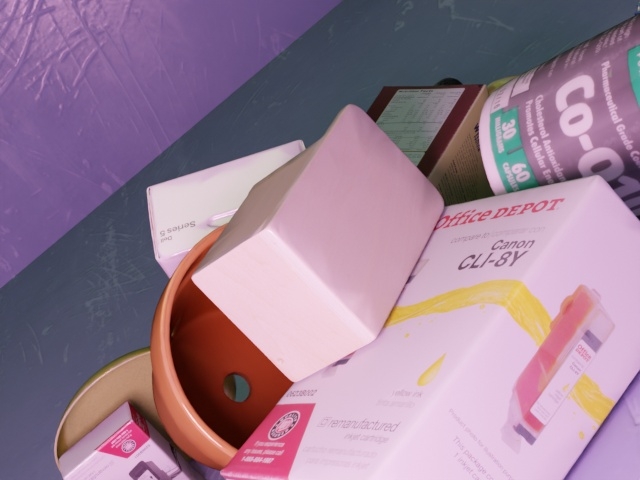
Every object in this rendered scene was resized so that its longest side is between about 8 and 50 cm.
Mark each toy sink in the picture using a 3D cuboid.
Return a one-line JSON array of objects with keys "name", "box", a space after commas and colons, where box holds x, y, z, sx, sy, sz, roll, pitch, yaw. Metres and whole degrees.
[{"name": "toy sink", "box": [0.000, 0.000, 1.539, 0.131, 0.153, 0.234, -32, 19, 39]}]

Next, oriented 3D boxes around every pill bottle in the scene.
[{"name": "pill bottle", "box": [0.356, -0.135, 1.559, 0.361, 0.204, 0.204, -26, 23, 41]}]

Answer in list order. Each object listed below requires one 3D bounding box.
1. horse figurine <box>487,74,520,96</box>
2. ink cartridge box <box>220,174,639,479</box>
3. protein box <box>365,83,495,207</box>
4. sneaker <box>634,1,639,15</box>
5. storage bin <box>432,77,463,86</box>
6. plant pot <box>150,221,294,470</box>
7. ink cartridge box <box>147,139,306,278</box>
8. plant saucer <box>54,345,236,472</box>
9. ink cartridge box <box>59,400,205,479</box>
[{"name": "horse figurine", "box": [0.227, -0.141, 1.965, 0.263, 0.066, 0.174, -40, 49, 9]}, {"name": "ink cartridge box", "box": [0.127, 0.133, 1.458, 0.384, 0.160, 0.279, -49, 18, -24]}, {"name": "protein box", "box": [0.120, -0.045, 1.782, 0.136, 0.199, 0.201, 2, 40, 30]}, {"name": "sneaker", "box": [0.414, -0.256, 1.930, 0.211, 0.081, 0.080, -50, 22, -23]}, {"name": "storage bin", "box": [0.148, -0.119, 2.084, 0.180, 0.122, 0.084, -37, 18, 12]}, {"name": "plant pot", "box": [-0.065, 0.140, 1.699, 0.291, 0.291, 0.203, -52, 4, -31]}, {"name": "ink cartridge box", "box": [-0.066, 0.021, 1.850, 0.198, 0.273, 0.114, -17, 55, 7]}, {"name": "plant saucer", "box": [-0.219, 0.210, 1.889, 0.241, 0.241, 0.037, -40, 50, 3]}, {"name": "ink cartridge box", "box": [-0.219, 0.285, 1.832, 0.109, 0.150, 0.063, -41, 22, 0]}]
